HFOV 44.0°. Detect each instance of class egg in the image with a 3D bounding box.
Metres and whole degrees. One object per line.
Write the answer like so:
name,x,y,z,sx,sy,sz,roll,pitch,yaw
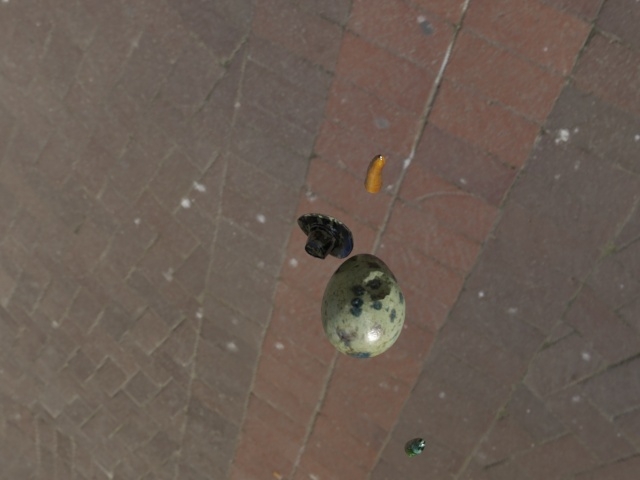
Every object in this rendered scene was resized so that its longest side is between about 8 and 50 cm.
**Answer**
egg,0.072,0.107,1.321,0.141,0.182,0.141,4,151,2

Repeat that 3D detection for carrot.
carrot,0.102,-0.129,1.490,0.037,0.037,0.190,36,171,9

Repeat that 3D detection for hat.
hat,0.000,0.000,1.373,0.121,0.050,0.121,23,152,13

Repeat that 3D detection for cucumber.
cucumber,0.208,0.458,1.758,0.037,0.037,0.155,35,159,10
